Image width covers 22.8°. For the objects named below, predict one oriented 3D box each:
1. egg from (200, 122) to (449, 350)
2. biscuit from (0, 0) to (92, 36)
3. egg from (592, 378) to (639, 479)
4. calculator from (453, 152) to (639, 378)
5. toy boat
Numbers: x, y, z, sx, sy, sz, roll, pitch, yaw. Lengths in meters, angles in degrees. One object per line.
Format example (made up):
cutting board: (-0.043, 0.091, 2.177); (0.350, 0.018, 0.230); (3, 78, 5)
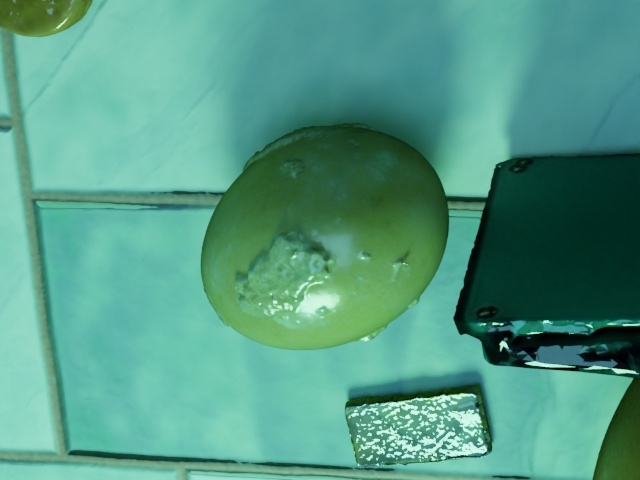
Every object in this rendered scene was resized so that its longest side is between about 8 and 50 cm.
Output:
egg: (0.001, -0.002, 1.175); (0.201, 0.164, 0.164); (-32, 103, 26)
biscuit: (-0.305, -0.301, 1.168); (0.275, 0.052, 0.355); (-19, 107, 18)
egg: (0.330, 0.209, 1.125); (0.282, 0.282, 0.351); (0, 101, 12)
calculator: (0.237, 0.013, 1.082); (0.274, 0.248, 0.058); (-3, 119, 13)
toy boat: (0.080, 0.153, 1.300); (0.115, 0.016, 0.063); (-7, 112, 15)
